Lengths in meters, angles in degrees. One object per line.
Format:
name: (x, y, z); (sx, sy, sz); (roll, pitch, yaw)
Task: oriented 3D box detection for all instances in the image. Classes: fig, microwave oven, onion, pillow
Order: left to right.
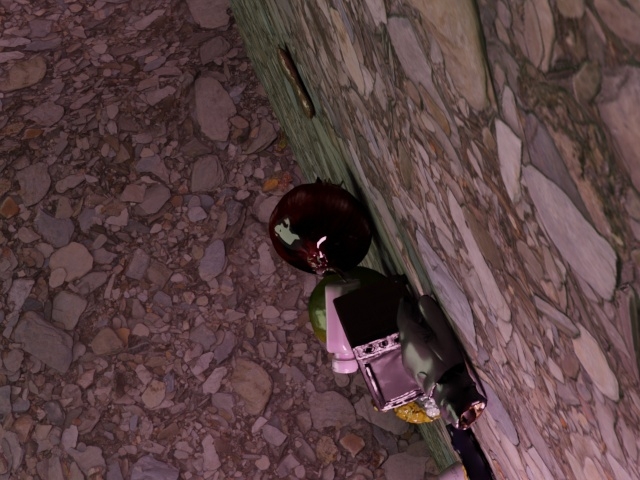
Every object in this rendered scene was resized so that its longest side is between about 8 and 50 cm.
pillow: (-0.070, -0.429, 2.021); (0.135, 0.034, 0.211); (95, 150, -82)
onion: (0.000, 0.000, 1.834); (0.273, 0.273, 0.285); (68, -162, -50)
fig: (0.124, 0.177, 1.948); (0.233, 0.314, 0.233); (13, -104, -63)
microwave oven: (0.158, 0.232, 1.645); (0.188, 0.178, 0.247); (-116, 3, -53)

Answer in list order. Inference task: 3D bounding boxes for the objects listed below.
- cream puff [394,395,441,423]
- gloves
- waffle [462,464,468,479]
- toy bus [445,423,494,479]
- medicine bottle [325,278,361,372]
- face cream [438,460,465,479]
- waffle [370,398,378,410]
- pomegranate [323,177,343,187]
cream puff: (0.255, 0.426, 1.996); (0.121, 0.156, 0.156); (-27, 86, 57)
gloves: (0.209, 0.206, 1.345); (0.285, 0.119, 0.142); (-111, 31, -45)
waffle: (0.406, 0.639, 1.770); (0.254, 0.052, 0.245); (70, 174, -56)
toy bus: (0.341, 0.491, 1.670); (0.072, 0.057, 0.172); (56, -171, -65)
medicine bottle: (0.057, 0.207, 1.791); (0.115, 0.078, 0.219); (-11, -79, -65)
face cream: (0.376, 0.651, 2.013); (0.091, 0.095, 0.091); (157, 90, -88)
waffle: (0.184, 0.339, 2.071); (0.307, 0.060, 0.311); (-77, -6, -72)
pomegranate: (0.042, -0.089, 2.083); (0.129, 0.159, 0.129); (22, -178, -1)
